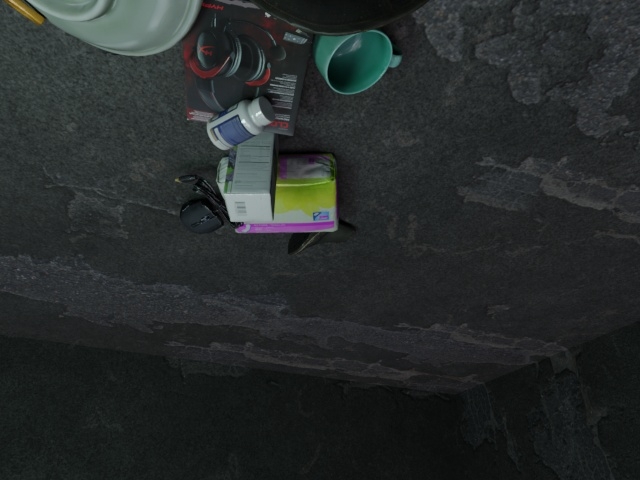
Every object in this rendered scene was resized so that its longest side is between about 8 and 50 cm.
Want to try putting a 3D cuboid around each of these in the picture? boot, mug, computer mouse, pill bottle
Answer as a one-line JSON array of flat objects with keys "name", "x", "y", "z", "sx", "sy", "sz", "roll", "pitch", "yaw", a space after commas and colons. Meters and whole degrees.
[{"name": "boot", "x": 0.000, "y": 0.000, "z": 1.352, "sx": 0.137, "sy": 0.076, "sz": 0.198, "roll": 17, "pitch": 144, "yaw": -32}, {"name": "mug", "x": 0.058, "y": -0.343, "z": 0.805, "sx": 0.129, "sy": 0.097, "sz": 0.158, "roll": -39, "pitch": 150, "yaw": 23}, {"name": "computer mouse", "x": -0.333, "y": -0.085, "z": 1.166, "sx": 0.262, "sy": 0.060, "sz": 0.184, "roll": 1, "pitch": 137, "yaw": 48}, {"name": "pill bottle", "x": -0.147, "y": -0.220, "z": 0.826, "sx": 0.120, "sy": 0.067, "sz": 0.067, "roll": -18, "pitch": 142, "yaw": 27}]

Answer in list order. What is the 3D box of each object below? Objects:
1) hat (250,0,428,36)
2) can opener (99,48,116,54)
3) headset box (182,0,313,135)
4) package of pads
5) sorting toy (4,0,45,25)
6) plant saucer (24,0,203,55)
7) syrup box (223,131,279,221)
[{"name": "hat", "x": 0.022, "y": -0.422, "z": 0.618, "sx": 0.332, "sy": 0.331, "sz": 0.134, "roll": -3, "pitch": -177, "yaw": 4}, {"name": "can opener", "x": -0.325, "y": -0.380, "z": 0.815, "sx": 0.186, "sy": 0.073, "sz": 0.059, "roll": -13, "pitch": -177, "yaw": 24}, {"name": "headset box", "x": -0.136, "y": -0.329, "z": 0.825, "sx": 0.218, "sy": 0.110, "sz": 0.293, "roll": 7, "pitch": 145, "yaw": -9}, {"name": "package of pads", "x": -0.101, "y": -0.118, "z": 1.148, "sx": 0.297, "sy": 0.101, "sz": 0.229, "roll": -2, "pitch": 146, "yaw": 2}, {"name": "sorting toy", "x": -0.572, "y": -0.413, "z": 0.611, "sx": 0.348, "sy": 0.047, "sz": 0.196, "roll": 33, "pitch": 177, "yaw": -29}, {"name": "plant saucer", "x": -0.357, "y": -0.422, "z": 0.598, "sx": 0.401, "sy": 0.100, "sz": 0.400, "roll": 15, "pitch": 144, "yaw": 11}, {"name": "syrup box", "x": -0.144, "y": -0.161, "z": 0.962, "sx": 0.096, "sy": 0.236, "sz": 0.093, "roll": 0, "pitch": 146, "yaw": -2}]
